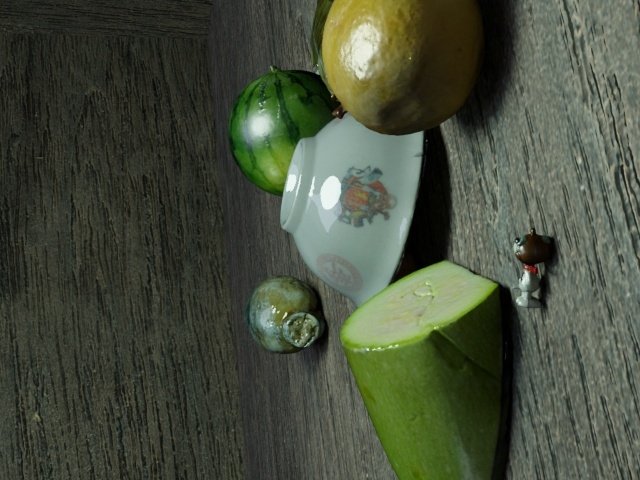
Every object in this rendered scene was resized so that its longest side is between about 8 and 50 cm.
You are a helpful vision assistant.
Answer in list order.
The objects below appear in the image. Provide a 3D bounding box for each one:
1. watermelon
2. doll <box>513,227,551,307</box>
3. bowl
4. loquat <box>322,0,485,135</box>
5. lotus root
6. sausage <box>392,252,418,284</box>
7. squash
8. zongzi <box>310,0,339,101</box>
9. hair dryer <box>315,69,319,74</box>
[{"bbox_3d":[-0.052,-0.200,1.748,0.242,0.242,0.242,179,90,-77],"label":"watermelon"},{"bbox_3d":[0.227,0.031,1.022,0.058,0.040,0.085,95,177,-84],"label":"doll"},{"bbox_3d":[0.031,-0.071,1.435,0.345,0.157,0.345,-167,90,-80],"label":"bowl"},{"bbox_3d":[0.107,-0.246,1.184,0.238,0.193,0.238,-4,85,53],"label":"loquat"},{"bbox_3d":[-0.094,0.164,2.135,0.349,0.175,0.175,-175,84,-76],"label":"lotus root"},{"bbox_3d":[0.125,0.106,1.403,0.065,0.065,0.169,115,151,-62],"label":"sausage"},{"bbox_3d":[0.173,0.219,1.223,0.309,0.210,0.233,62,170,-14],"label":"squash"},{"bbox_3d":[0.051,-0.371,1.575,0.221,0.112,0.242,-108,22,-55],"label":"zongzi"},{"bbox_3d":[-0.005,-0.276,1.889,0.357,0.107,0.173,118,146,-52],"label":"hair dryer"}]
